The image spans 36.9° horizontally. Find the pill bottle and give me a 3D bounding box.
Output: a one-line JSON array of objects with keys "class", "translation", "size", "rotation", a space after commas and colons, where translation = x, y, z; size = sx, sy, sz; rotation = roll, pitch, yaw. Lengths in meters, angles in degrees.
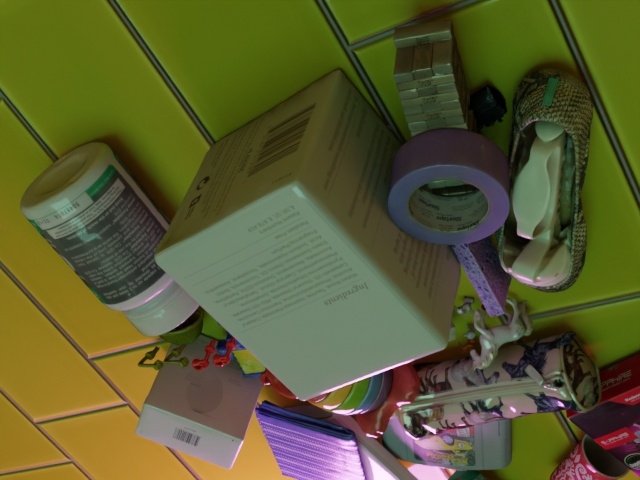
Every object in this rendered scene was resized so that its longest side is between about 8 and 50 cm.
[{"class": "pill bottle", "translation": [-0.388, 0.005, 1.858], "size": [0.204, 0.204, 0.361], "rotation": [-18, 123, 30]}]

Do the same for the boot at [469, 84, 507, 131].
[{"class": "boot", "translation": [0.238, -0.225, 1.567], "size": [0.099, 0.045, 0.121], "rotation": [-23, 128, 35]}]

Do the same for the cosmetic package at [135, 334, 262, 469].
[{"class": "cosmetic package", "translation": [-0.256, 0.344, 2.110], "size": [0.224, 0.224, 0.138], "rotation": [22, 136, -2]}]

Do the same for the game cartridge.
[{"class": "game cartridge", "translation": [0.279, 0.434, 2.147], "size": [0.294, 0.060, 0.196], "rotation": [2, 135, 15]}]

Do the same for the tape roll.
[{"class": "tape roll", "translation": [0.202, -0.082, 1.509], "size": [0.189, 0.080, 0.189], "rotation": [5, 141, 4]}]

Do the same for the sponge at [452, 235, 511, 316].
[{"class": "sponge", "translation": [0.278, 0.020, 1.700], "size": [0.031, 0.117, 0.210], "rotation": [-20, 111, 29]}]

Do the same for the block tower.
[{"class": "block tower", "translation": [0.195, -0.184, 1.519], "size": [0.091, 0.097, 0.335], "rotation": [-6, 137, 18]}]

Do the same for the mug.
[{"class": "mug", "translation": [0.592, 0.505, 2.076], "size": [0.150, 0.113, 0.169], "rotation": [24, 137, -2]}]

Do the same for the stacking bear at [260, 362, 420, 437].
[{"class": "stacking bear", "translation": [0.021, 0.263, 1.872], "size": [0.289, 0.164, 0.175], "rotation": [17, 122, -38]}]

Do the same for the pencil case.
[{"class": "pencil case", "translation": [0.336, 0.294, 1.918], "size": [0.411, 0.159, 0.184], "rotation": [-17, 162, 30]}]

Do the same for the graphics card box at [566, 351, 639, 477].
[{"class": "graphics card box", "translation": [0.704, 0.383, 1.940], "size": [0.371, 0.094, 0.233], "rotation": [39, 130, -20]}]

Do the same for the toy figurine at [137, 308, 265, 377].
[{"class": "toy figurine", "translation": [-0.172, 0.250, 2.035], "size": [0.363, 0.191, 0.217], "rotation": [-12, 131, 27]}]

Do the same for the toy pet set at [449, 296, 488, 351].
[{"class": "toy pet set", "translation": [0.270, 0.163, 1.915], "size": [0.114, 0.065, 0.122], "rotation": [-19, 135, -13]}]

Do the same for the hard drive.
[{"class": "hard drive", "translation": [0.068, 0.507, 2.246], "size": [0.233, 0.047, 0.353], "rotation": [-16, 126, 47]}]

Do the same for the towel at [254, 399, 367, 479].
[{"class": "towel", "translation": [-0.010, 0.487, 2.211], "size": [0.243, 0.040, 0.336], "rotation": [13, 145, 20]}]

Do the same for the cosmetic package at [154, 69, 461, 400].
[{"class": "cosmetic package", "translation": [0.000, 0.000, 1.648], "size": [0.328, 0.329, 0.393], "rotation": [-26, 118, 33]}]

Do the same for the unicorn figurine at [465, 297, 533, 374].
[{"class": "unicorn figurine", "translation": [0.333, 0.178, 1.837], "size": [0.162, 0.060, 0.111], "rotation": [-21, 81, 7]}]

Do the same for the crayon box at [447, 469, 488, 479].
[{"class": "crayon box", "translation": [0.377, 0.667, 2.245], "size": [0.278, 0.165, 0.081], "rotation": [47, 172, -25]}]

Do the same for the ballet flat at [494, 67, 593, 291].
[{"class": "ballet flat", "translation": [0.360, -0.047, 1.595], "size": [0.164, 0.182, 0.482], "rotation": [10, 134, 19]}]
